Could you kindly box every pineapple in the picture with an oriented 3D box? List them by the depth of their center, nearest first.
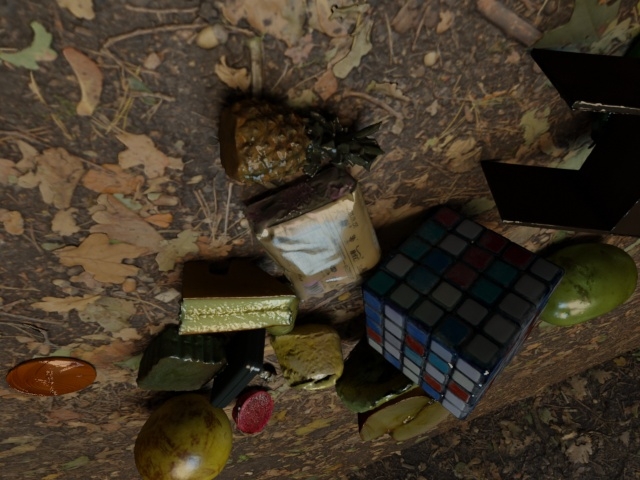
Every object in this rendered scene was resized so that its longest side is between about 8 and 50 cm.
[{"bbox_3d":[-0.025,-0.149,0.641,0.248,0.128,0.128,-6,140,-25],"label":"pineapple"}]

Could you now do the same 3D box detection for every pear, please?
[{"bbox_3d":[-0.403,0.606,1.249,0.281,0.280,0.280,-11,141,-9],"label":"pear"}]

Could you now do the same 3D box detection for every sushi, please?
[{"bbox_3d":[-0.167,0.413,1.309,0.046,0.044,0.083,-40,143,-8],"label":"sushi"}]

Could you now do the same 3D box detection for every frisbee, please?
[{"bbox_3d":[-0.664,0.349,1.030,0.192,0.035,0.192,-11,140,-10],"label":"frisbee"}]

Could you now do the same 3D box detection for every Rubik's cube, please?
[{"bbox_3d":[0.288,0.154,0.907,0.292,0.287,0.293,-39,146,-23],"label":"Rubik's cube"}]

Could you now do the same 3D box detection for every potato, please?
[{"bbox_3d":[-0.099,0.172,1.011,0.105,0.085,0.188,-30,149,-22],"label":"potato"},{"bbox_3d":[0.736,0.122,1.182,0.304,0.215,0.216,-17,141,6],"label":"potato"}]

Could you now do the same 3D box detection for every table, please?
[{"bbox_3d":[0.472,-0.162,0.713,0.282,0.196,0.250,5,139,-2],"label":"table"}]

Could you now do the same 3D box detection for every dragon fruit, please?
[{"bbox_3d":[-0.251,0.567,1.410,0.111,0.153,0.153,4,161,44],"label":"dragon fruit"}]

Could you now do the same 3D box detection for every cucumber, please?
[{"bbox_3d":[0.558,-0.269,0.769,0.056,0.056,0.250,-12,138,-8],"label":"cucumber"}]

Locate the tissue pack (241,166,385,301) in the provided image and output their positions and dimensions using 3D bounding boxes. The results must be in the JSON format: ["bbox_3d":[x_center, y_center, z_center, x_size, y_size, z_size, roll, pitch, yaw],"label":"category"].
[{"bbox_3d":[0.000,0.000,0.814,0.215,0.123,0.256,-24,142,3],"label":"tissue pack"}]

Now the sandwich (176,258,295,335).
[{"bbox_3d":[-0.178,0.120,0.872,0.236,0.128,0.122,1,132,-13],"label":"sandwich"}]

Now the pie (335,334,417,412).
[{"bbox_3d":[0.171,0.344,1.146,0.296,0.371,0.078,-37,99,-10],"label":"pie"}]

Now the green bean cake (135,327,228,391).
[{"bbox_3d":[-0.349,0.302,1.051,0.181,0.094,0.173,20,128,-38],"label":"green bean cake"}]

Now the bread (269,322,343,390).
[{"bbox_3d":[-0.035,0.311,1.124,0.197,0.170,0.197,-11,152,-6],"label":"bread"}]

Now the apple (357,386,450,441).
[{"bbox_3d":[0.320,0.630,1.559,0.329,0.295,0.365,-29,157,-55],"label":"apple"}]

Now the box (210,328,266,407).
[{"bbox_3d":[-0.213,0.316,1.071,0.050,0.160,0.230,25,126,-21],"label":"box"}]
